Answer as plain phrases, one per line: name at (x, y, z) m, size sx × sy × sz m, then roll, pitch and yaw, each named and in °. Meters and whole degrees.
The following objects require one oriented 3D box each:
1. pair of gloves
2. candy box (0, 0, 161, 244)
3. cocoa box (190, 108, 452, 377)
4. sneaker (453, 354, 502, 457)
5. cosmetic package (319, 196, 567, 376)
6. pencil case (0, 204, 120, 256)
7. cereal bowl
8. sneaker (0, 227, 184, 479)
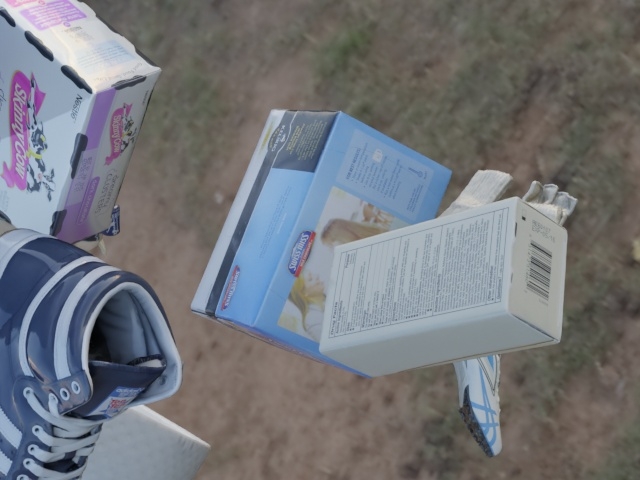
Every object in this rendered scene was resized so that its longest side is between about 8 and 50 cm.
pair of gloves at (0.224, -0.006, 1.852) m, size 0.204 × 0.042 × 0.240 m, roll -53°, pitch 31°, yaw -8°
candy box at (-0.228, -0.114, 1.037) m, size 0.196 × 0.070 × 0.165 m, roll 40°, pitch 131°, yaw 19°
cocoa box at (0.000, 0.000, 2.087) m, size 0.228 × 0.231 × 0.347 m, roll 10°, pitch 76°, yaw 60°
sneaker at (0.244, 0.212, 2.074) m, size 0.085 × 0.086 × 0.237 m, roll -159°, pitch 54°, yaw -78°
cosmetic package at (0.152, 0.066, 1.741) m, size 0.309 × 0.113 × 0.160 m, roll -15°, pitch 56°, yaw 44°
pencil case at (-0.435, -0.020, 1.508) m, size 0.160 × 0.410 × 0.183 m, roll -154°, pitch 50°, yaw -67°
cereal bowl at (-0.286, 0.183, 1.354) m, size 0.339 × 0.339 × 0.141 m, roll 16°, pitch 76°, yaw 56°
sneaker at (-0.184, 0.141, 0.965) m, size 0.153 × 0.099 × 0.282 m, roll 12°, pitch 98°, yaw 39°
